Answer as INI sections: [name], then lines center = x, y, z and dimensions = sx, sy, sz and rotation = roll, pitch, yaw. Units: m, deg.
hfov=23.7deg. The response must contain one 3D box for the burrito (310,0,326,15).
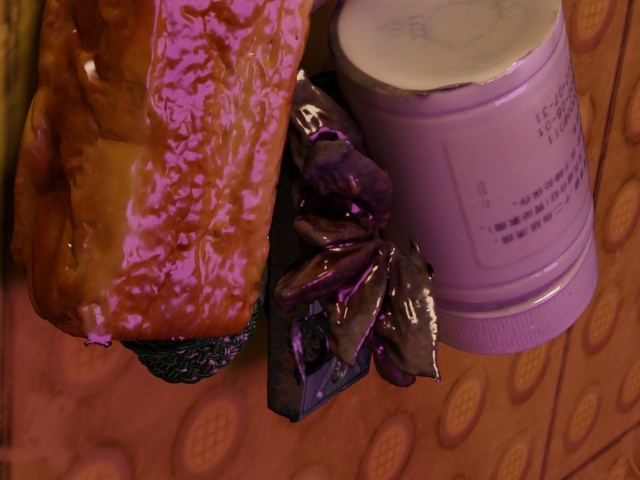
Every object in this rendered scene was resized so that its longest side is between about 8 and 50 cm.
[burrito]
center = 0.006, -0.286, 1.168
dimensions = 0.107, 0.175, 0.348
rotation = 1, 145, -35

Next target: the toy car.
[toy car]
center = 0.000, 0.000, 1.404
dimensions = 0.141, 0.097, 0.321
rotation = -27, 126, -53

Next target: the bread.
[bread]
center = -0.122, -0.095, 1.129
dimensions = 0.195, 0.149, 0.344
rotation = 2, 109, -33

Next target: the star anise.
[star anise]
center = 0.014, 0.000, 1.223
dimensions = 0.129, 0.212, 0.283
rotation = -15, 110, -5

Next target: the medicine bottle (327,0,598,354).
[medicine bottle]
center = 0.132, -0.070, 1.307
dimensions = 0.190, 0.190, 0.332
rotation = -49, 142, -27

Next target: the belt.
[belt]
center = -0.102, 0.046, 1.269
dimensions = 0.079, 0.121, 0.151
rotation = 51, 55, -52
